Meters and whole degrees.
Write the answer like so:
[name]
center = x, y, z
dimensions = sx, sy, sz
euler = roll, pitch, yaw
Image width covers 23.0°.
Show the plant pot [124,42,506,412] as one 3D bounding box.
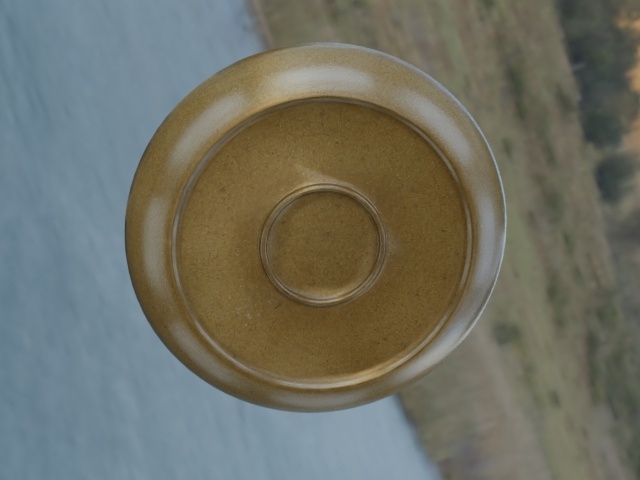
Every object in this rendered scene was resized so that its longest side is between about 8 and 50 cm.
[plant pot]
center = 0.000, 0.000, 0.953
dimensions = 0.032, 0.236, 0.236
euler = -111, 179, -72
